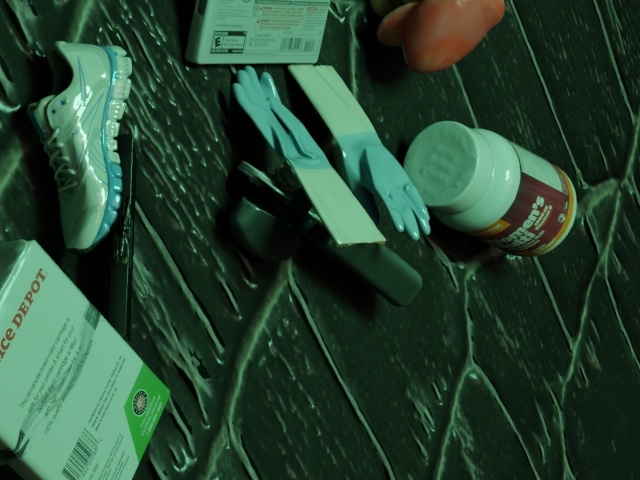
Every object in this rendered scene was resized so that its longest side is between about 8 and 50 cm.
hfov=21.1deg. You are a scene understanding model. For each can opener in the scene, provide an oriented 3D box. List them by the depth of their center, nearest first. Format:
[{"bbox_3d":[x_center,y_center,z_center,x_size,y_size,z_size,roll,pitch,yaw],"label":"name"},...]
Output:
[{"bbox_3d":[0.000,0.000,1.766,0.280,0.074,0.093,32,93,-46],"label":"can opener"}]

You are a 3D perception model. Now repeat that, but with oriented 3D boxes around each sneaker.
[{"bbox_3d":[-0.217,-0.083,1.476,0.083,0.071,0.191,12,71,-38],"label":"sneaker"}]

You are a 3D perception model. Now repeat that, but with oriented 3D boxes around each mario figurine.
[{"bbox_3d":[0.099,-0.339,1.928,0.198,0.170,0.321,7,72,-26],"label":"mario figurine"}]

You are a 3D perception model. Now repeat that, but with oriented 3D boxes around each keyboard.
[{"bbox_3d":[-0.176,-0.001,1.509,0.108,0.023,0.180,108,-17,-79],"label":"keyboard"}]

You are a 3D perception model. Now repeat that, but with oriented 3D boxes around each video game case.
[{"bbox_3d":[-0.049,-0.266,1.707,0.201,0.023,0.183,-8,115,-54],"label":"video game case"}]

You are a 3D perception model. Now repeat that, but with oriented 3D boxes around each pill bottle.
[{"bbox_3d":[0.196,-0.060,1.990,0.221,0.121,0.121,20,68,-52],"label":"pill bottle"}]

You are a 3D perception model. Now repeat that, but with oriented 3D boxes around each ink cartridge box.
[{"bbox_3d":[-0.232,0.121,1.387,0.208,0.087,0.153,54,45,-35],"label":"ink cartridge box"}]

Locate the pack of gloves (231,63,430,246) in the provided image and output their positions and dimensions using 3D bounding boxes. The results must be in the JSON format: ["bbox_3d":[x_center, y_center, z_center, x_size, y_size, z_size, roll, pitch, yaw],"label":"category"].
[{"bbox_3d":[0.004,-0.079,1.741,0.195,0.046,0.232,-6,57,-53],"label":"pack of gloves"}]
